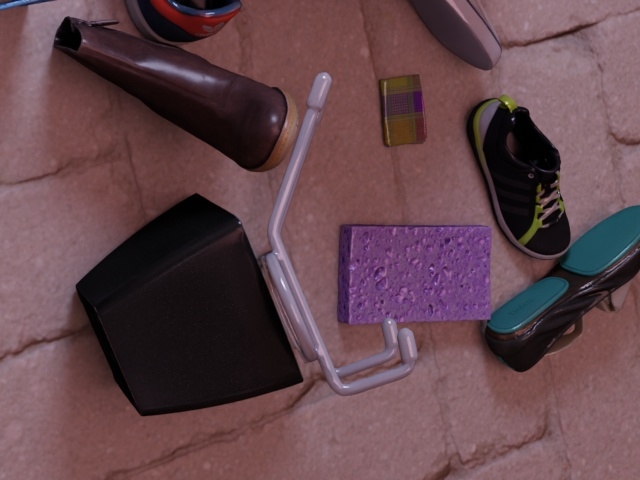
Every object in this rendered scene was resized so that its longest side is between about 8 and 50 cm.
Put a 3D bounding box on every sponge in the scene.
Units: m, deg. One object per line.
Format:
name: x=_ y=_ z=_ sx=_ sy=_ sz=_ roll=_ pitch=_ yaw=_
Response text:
sponge: x=0.116 y=0.040 z=1.781 sx=0.210 sy=0.031 sz=0.117 roll=0 pitch=94 yaw=-31

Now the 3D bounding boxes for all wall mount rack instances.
wall mount rack: x=0.000 y=0.000 z=1.533 sx=0.130 sy=0.350 sz=0.304 roll=-21 pitch=91 yaw=-2

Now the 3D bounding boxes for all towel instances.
towel: x=0.098 y=-0.153 z=1.767 sx=0.060 sy=0.009 sz=0.083 roll=-11 pitch=99 yaw=-30

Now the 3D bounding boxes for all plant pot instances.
plant pot: x=-0.148 y=0.078 z=1.544 sx=0.167 sy=0.187 sz=0.188 roll=-24 pitch=107 yaw=-14

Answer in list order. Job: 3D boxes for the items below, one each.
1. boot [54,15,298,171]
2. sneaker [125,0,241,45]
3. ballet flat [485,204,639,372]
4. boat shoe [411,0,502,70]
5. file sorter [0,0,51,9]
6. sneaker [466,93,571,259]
boot: x=-0.149 y=-0.149 z=1.482 sx=0.206 sy=0.248 sz=0.090 roll=19 pitch=98 yaw=-29
sneaker: x=-0.162 y=-0.373 z=1.510 sx=0.131 sy=0.148 sz=0.350 roll=-29 pitch=108 yaw=-26
ballet flat: x=0.324 y=0.067 z=1.884 sx=0.280 sy=0.095 sz=0.096 roll=-36 pitch=121 yaw=-13
boat shoe: x=0.144 y=-0.314 z=1.733 sx=0.084 sy=0.095 sz=0.258 roll=-47 pitch=116 yaw=-15
file sorter: x=-0.314 y=-0.276 z=1.414 sx=0.104 sy=0.170 sz=0.118 roll=-18 pitch=103 yaw=-25
sneaker: x=0.255 y=-0.071 z=1.818 sx=0.084 sy=0.097 sz=0.235 roll=-40 pitch=113 yaw=-22
